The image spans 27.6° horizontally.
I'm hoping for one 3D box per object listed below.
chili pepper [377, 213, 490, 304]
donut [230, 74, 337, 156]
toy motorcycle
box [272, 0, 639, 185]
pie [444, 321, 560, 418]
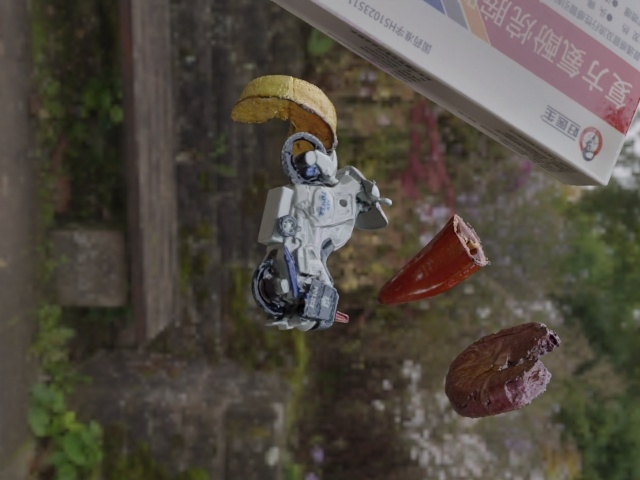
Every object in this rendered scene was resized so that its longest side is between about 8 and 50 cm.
[{"bbox_3d":[0.144,0.043,1.810,0.065,0.169,0.088,29,35,-44],"label":"chili pepper"},{"bbox_3d":[-0.044,-0.198,2.042,0.181,0.146,0.078,34,57,-30],"label":"donut"},{"bbox_3d":[0.000,0.000,1.437,0.102,0.150,0.221,-10,-118,54],"label":"toy motorcycle"},{"bbox_3d":[0.137,-0.215,1.074,0.069,0.353,0.214,5,-110,63],"label":"box"},{"bbox_3d":[0.300,0.213,2.154,0.054,0.204,0.219,60,18,-20],"label":"pie"}]
